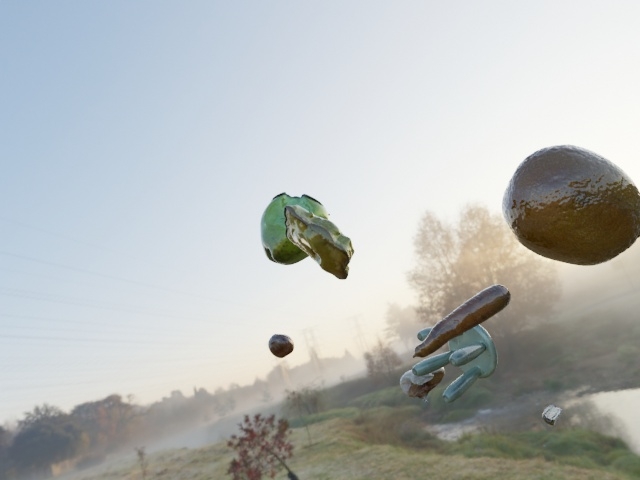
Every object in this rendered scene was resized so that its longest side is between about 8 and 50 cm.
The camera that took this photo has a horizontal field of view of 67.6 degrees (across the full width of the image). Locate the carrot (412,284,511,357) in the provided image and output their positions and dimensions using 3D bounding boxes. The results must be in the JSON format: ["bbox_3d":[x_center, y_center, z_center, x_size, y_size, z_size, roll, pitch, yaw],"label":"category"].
[{"bbox_3d":[0.293,0.170,0.999,0.247,0.059,0.059,-33,-15,-3],"label":"carrot"}]

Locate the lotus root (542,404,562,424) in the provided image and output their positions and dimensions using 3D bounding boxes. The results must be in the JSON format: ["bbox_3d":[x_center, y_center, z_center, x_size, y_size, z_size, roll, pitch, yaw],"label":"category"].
[{"bbox_3d":[0.622,0.474,1.289,0.037,0.030,0.083,18,17,38],"label":"lotus root"}]

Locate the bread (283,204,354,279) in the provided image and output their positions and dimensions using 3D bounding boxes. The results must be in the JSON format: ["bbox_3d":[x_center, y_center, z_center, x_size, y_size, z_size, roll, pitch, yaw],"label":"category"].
[{"bbox_3d":[0.000,0.000,1.295,0.088,0.233,0.161,-41,-22,-17],"label":"bread"}]

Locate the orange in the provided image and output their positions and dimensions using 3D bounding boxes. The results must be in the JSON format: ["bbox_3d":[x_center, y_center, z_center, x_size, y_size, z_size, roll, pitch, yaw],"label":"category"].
[{"bbox_3d":[0.690,-0.090,1.318,0.322,0.356,0.322,-47,-20,-23],"label":"orange"}]

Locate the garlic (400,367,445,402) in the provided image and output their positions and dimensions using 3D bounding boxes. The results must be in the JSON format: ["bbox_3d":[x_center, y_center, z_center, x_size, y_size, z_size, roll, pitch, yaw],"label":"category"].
[{"bbox_3d":[0.387,0.523,1.793,0.174,0.099,0.124,-23,19,-3],"label":"garlic"}]

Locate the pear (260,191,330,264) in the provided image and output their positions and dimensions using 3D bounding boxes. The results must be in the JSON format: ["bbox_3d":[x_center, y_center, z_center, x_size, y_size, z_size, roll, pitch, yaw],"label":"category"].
[{"bbox_3d":[-0.123,-0.036,1.766,0.292,0.293,0.160,-18,-43,0],"label":"pear"}]

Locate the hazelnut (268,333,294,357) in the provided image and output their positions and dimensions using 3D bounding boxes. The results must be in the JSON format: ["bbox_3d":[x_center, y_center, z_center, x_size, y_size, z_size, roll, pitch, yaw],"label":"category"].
[{"bbox_3d":[-0.125,0.330,1.517,0.085,0.086,0.086,-17,-15,-5],"label":"hazelnut"}]

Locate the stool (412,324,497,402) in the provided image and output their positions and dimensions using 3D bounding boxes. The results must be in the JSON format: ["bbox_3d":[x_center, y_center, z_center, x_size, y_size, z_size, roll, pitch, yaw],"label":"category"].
[{"bbox_3d":[0.425,0.369,1.523,0.198,0.196,0.195,-10,28,-30],"label":"stool"}]
